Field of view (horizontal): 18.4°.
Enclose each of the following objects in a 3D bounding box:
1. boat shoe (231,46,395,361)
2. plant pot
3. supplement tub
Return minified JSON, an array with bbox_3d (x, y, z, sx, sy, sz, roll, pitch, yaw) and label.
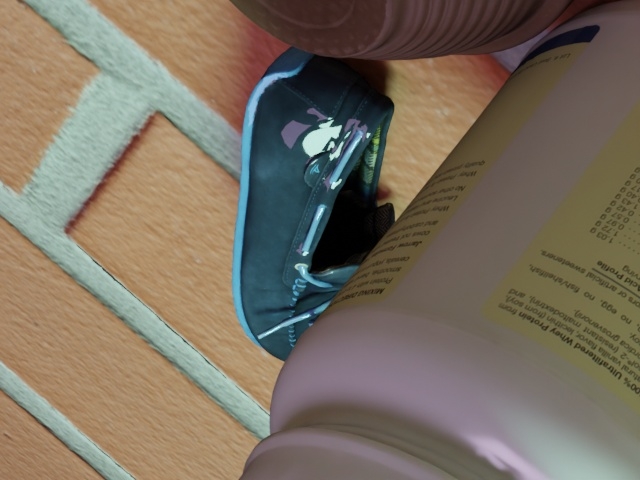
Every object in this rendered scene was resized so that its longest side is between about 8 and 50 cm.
[{"bbox_3d":[0.000,0.000,1.203,0.089,0.109,0.258,24,149,19],"label":"boat shoe"},{"bbox_3d":[0.013,-0.166,0.962,0.237,0.110,0.237,28,149,18],"label":"plant pot"},{"bbox_3d":[0.123,0.066,0.935,0.235,0.325,0.235,28,148,19],"label":"supplement tub"}]
